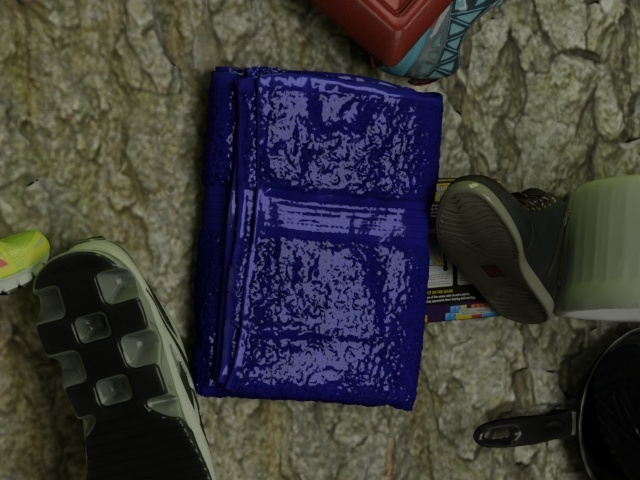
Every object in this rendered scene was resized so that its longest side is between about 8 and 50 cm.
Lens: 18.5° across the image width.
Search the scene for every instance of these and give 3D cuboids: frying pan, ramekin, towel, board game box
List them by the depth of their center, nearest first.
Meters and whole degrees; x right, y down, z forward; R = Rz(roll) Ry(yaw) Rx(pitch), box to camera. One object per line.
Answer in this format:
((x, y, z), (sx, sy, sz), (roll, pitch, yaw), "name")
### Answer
((0.000, 0.000, 1.803), (0.228, 0.076, 0.308), (4, 92, -17), "towel")
((0.097, 0.010, 1.924), (0.170, 0.048, 0.141), (-3, 93, -35), "board game box")
((0.375, 0.011, 1.990), (0.277, 0.277, 0.135), (6, 83, -35), "ramekin")
((0.292, 0.213, 2.074), (0.326, 0.053, 0.197), (-27, 109, -29), "frying pan")

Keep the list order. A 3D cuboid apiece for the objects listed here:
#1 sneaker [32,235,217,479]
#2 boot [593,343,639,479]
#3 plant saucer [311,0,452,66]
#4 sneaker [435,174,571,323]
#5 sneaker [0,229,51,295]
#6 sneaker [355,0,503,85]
((-0.150, 0.152, 1.701), (0.122, 0.146, 0.330), (-9, 100, 8), "sneaker")
((0.401, 0.199, 2.076), (0.207, 0.094, 0.246), (-25, 91, -48), "boot")
((0.059, -0.329, 1.773), (0.258, 0.048, 0.259), (41, 92, -16), "plant saucer")
((0.175, -0.024, 1.889), (0.222, 0.083, 0.118), (57, 42, -51), "sneaker")
((-0.316, 0.013, 1.615), (0.208, 0.081, 0.094), (-17, 95, -36), "sneaker")
((0.129, -0.274, 1.897), (0.125, 0.104, 0.261), (21, 97, -41), "sneaker")
